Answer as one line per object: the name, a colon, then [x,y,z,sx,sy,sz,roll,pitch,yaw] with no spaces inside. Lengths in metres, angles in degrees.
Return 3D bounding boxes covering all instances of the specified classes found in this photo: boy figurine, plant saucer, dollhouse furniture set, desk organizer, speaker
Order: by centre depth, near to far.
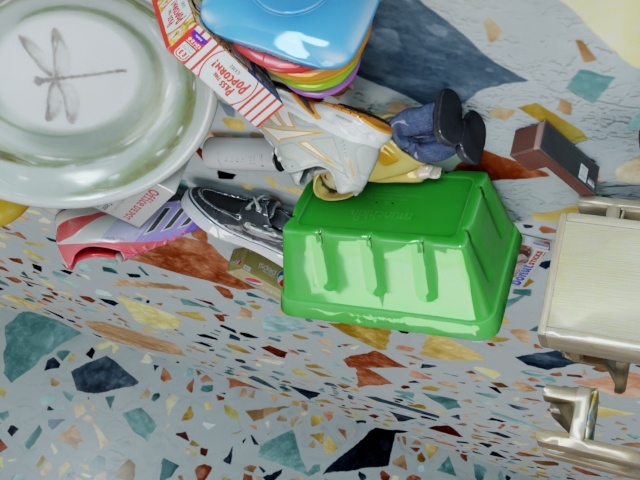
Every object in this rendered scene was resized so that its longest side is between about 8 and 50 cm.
dollhouse furniture set: [0.446,0.120,1.023,0.257,0.361,0.394,9,162,23]
plant saucer: [-0.343,-0.215,1.050,0.401,0.100,0.400,-12,141,-10]
desk organizer: [0.322,-0.108,1.055,0.130,0.047,0.050,31,155,-30]
boy figurine: [0.086,-0.131,1.099,0.285,0.092,0.177,-14,143,43]
speaker: [-0.124,-0.141,1.254,0.136,0.055,0.055,4,154,25]

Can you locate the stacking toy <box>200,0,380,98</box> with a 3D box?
stacking toy: [-0.008,-0.233,0.898,0.175,0.165,0.302,21,173,11]

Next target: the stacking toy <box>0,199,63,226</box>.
stacking toy: [-0.651,-0.122,1.414,0.480,0.350,0.351,10,163,-32]

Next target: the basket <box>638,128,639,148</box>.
basket: [0.484,-0.131,0.779,0.205,0.154,0.227,13,154,-12]

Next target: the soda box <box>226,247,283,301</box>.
soda box: [-0.121,0.081,1.745,0.181,0.058,0.061,33,151,-33]

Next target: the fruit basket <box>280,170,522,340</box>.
fruit basket: [0.144,0.053,1.297,0.392,0.282,0.392,15,140,13]

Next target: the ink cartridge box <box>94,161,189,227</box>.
ink cartridge box: [-0.392,-0.162,1.285,0.306,0.131,0.226,27,154,-20]

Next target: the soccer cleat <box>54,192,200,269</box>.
soccer cleat: [-0.343,-0.014,1.485,0.319,0.116,0.108,-7,157,-17]

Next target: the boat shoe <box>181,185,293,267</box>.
boat shoe: [-0.111,-0.037,1.433,0.301,0.108,0.102,29,124,0]

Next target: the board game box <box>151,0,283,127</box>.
board game box: [-0.126,-0.236,0.891,0.045,0.193,0.147,-38,133,14]

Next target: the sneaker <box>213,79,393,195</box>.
sneaker: [-0.042,-0.140,1.017,0.263,0.121,0.099,25,-164,23]

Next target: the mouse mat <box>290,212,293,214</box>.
mouse mat: [0.000,0.000,1.552,0.153,0.007,0.189,13,156,6]

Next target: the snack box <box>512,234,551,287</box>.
snack box: [0.358,0.038,1.387,0.064,0.022,0.178,13,156,4]
